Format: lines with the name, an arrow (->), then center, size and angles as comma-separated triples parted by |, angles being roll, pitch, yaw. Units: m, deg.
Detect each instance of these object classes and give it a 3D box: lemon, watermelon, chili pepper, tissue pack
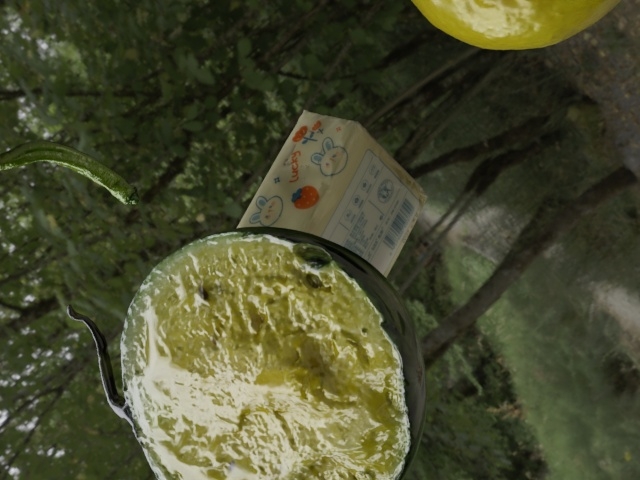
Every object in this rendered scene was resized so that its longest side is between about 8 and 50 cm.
lemon -> 0.247, -0.406, 0.787 | 0.348, 0.348, 0.348 | 50, -174, -7
watermelon -> -0.030, 0.088, 0.445 | 0.204, 0.232, 0.127 | 65, -152, -1
chili pepper -> -0.148, -0.042, 0.386 | 0.083, 0.017, 0.030 | 22, -135, -25
tissue pack -> 0.000, 0.000, 0.614 | 0.092, 0.196, 0.148 | 20, 168, 42
